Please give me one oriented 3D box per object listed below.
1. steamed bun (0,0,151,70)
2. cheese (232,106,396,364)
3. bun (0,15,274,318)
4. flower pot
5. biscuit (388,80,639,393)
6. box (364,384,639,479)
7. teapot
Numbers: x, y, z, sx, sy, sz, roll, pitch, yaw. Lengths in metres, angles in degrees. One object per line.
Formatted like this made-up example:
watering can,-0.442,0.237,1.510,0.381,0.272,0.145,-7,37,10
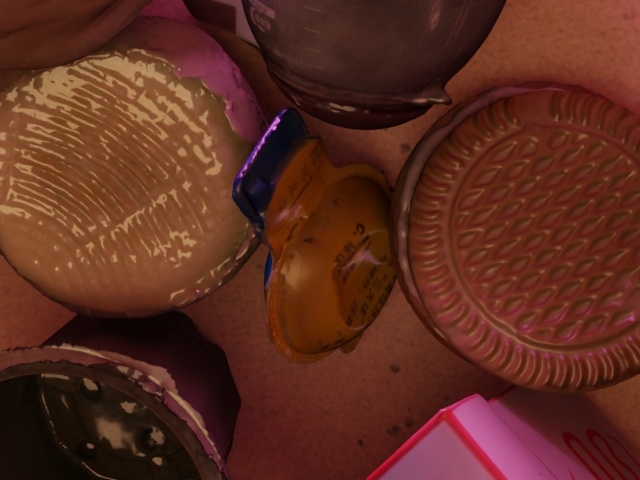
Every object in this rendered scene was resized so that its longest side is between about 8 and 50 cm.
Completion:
steamed bun,-0.248,-0.250,1.378,0.352,0.339,0.247,12,131,37
cheese,0.000,0.000,1.498,0.069,0.177,0.270,21,157,31
bun,-0.152,-0.068,1.520,0.259,0.152,0.259,0,115,1
flower pot,-0.176,0.177,1.559,0.290,0.259,0.290,3,108,10
biscuit,0.180,-0.004,1.474,0.259,0.079,0.259,1,79,-3
box,0.140,0.317,1.500,0.314,0.300,0.312,-45,79,21
teapot,0.011,-0.250,1.411,0.315,0.233,0.312,30,121,30
